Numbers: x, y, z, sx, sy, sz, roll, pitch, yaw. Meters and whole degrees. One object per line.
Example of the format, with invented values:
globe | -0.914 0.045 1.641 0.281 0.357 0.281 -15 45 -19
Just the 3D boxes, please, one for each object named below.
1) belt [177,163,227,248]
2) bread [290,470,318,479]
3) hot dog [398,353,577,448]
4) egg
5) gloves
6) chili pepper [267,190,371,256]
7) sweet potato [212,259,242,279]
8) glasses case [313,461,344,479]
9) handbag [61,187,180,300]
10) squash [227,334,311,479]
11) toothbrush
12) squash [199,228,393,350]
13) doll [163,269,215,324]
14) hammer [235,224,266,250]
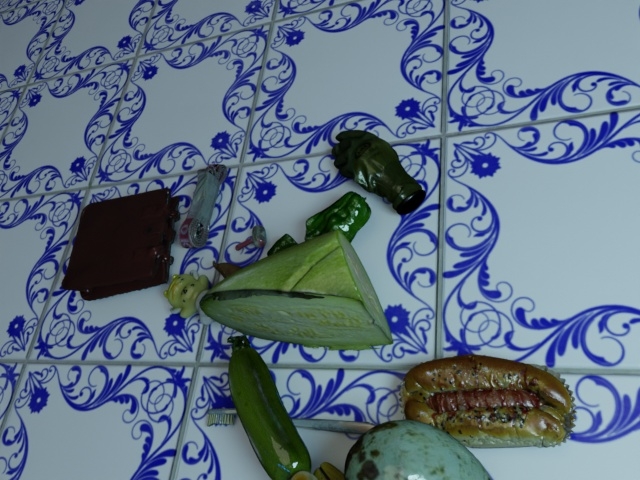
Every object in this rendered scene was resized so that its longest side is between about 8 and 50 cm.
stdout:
belt | -0.279 -0.089 1.311 0.053 0.071 0.232 -4 61 31
bread | -0.007 0.452 0.807 0.073 0.053 0.214 -22 57 27
hot dog | 0.254 0.250 0.866 0.268 0.075 0.144 -5 63 26
egg | 0.145 0.350 0.793 0.231 0.169 0.169 18 66 -9
gloves | 0.111 -0.155 1.150 0.135 0.107 0.268 -24 46 -27
chili pepper | -0.001 -0.001 1.127 0.253 0.083 0.099 -35 52 9
sweet potato | -0.165 0.094 1.158 0.206 0.068 0.060 36 124 37
glasses case | 0.067 0.441 0.842 0.064 0.079 0.234 -39 53 -11
handbag | -0.479 0.007 1.349 0.275 0.084 0.260 -10 56 19
squash | -0.107 0.286 0.977 0.087 0.087 0.331 -36 48 3
toothbrush | -0.047 0.326 0.993 0.375 0.028 0.037 -5 67 23
squash | -0.065 0.125 0.988 0.309 0.234 0.210 -26 53 8
doll | -0.266 0.122 1.191 0.162 0.062 0.106 17 76 30
hammer | -0.157 0.002 1.231 0.083 0.031 0.053 -26 51 22
